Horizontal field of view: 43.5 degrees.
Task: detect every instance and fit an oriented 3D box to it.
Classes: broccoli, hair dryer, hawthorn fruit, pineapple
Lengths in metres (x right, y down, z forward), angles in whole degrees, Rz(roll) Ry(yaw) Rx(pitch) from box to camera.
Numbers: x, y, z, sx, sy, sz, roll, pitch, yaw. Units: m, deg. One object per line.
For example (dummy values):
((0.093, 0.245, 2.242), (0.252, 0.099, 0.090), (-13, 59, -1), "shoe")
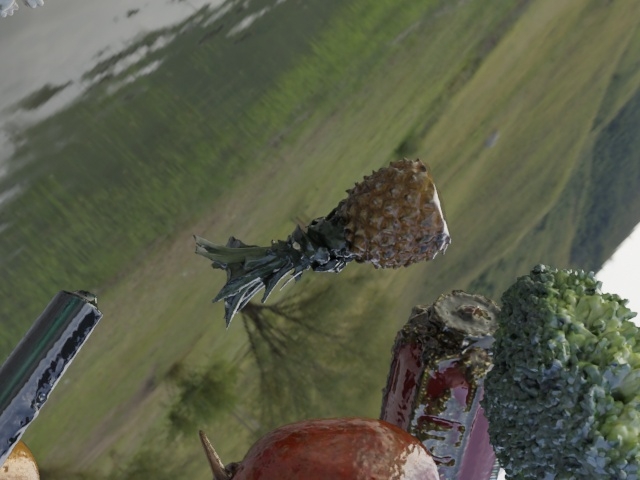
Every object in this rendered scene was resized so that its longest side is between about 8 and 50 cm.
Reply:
((0.212, 0.138, 0.606), (0.198, 0.176, 0.227), (103, -3, -66), "broccoli")
((-0.247, 0.179, 0.678), (0.303, 0.244, 0.116), (-61, 157, -24), "hair dryer")
((-0.012, 0.270, 0.809), (0.210, 0.262, 0.211), (18, 90, -83), "hawthorn fruit")
((0.000, 0.000, 0.876), (0.277, 0.119, 0.130), (-20, -146, 11), "pineapple")

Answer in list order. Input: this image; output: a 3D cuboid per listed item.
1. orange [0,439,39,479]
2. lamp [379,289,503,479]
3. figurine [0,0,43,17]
((-0.539, 0.381, 1.246), (0.206, 0.206, 0.206), (-46, 179, -1), "orange")
((0.164, 0.201, 1.007), (0.177, 0.177, 0.274), (-45, 146, -59), "lamp")
((-0.538, -0.428, 1.230), (0.224, 0.205, 0.381), (6, -157, 34), "figurine")
